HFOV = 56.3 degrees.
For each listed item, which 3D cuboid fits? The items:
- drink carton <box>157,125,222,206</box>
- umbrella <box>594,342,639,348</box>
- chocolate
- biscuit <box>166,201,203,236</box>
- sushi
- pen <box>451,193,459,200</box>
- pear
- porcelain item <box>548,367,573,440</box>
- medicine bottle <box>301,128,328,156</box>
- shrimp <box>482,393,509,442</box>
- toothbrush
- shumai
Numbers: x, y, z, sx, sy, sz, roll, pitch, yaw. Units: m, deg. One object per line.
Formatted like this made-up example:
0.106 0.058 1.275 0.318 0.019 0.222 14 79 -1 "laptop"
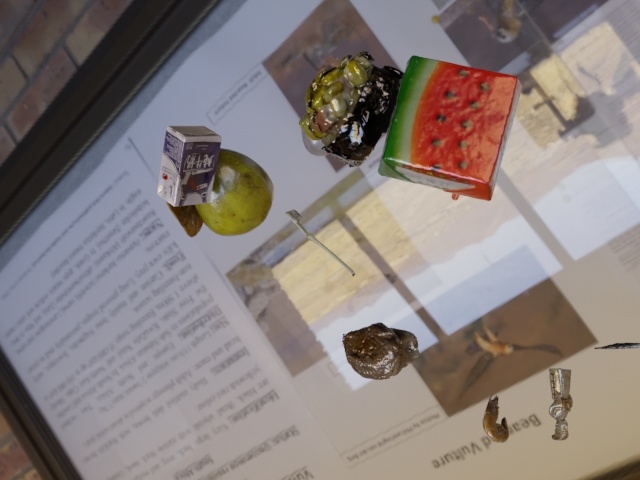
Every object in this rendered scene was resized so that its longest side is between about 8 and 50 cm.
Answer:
-0.391 -0.220 1.773 0.134 0.101 0.222 -13 127 -47 "drink carton"
1.066 0.355 2.032 0.268 0.044 0.044 -15 177 38 "umbrella"
0.362 -0.327 1.684 0.161 0.341 0.361 13 92 -78 "chocolate"
-0.466 -0.111 2.052 0.247 0.028 0.119 68 37 -49 "biscuit"
0.084 -0.439 1.967 0.328 0.285 0.328 -62 -170 2 "sushi"
0.450 -0.219 1.853 0.028 0.028 0.239 -32 148 -34 "pen"
-0.312 -0.178 2.013 0.287 0.375 0.287 -17 -138 17 "pear"
0.730 0.498 1.817 0.084 0.213 0.054 9 167 -22 "porcelain item"
-0.008 -0.406 2.297 0.130 0.130 0.341 -36 -162 8 "medicine bottle"
0.522 0.522 1.751 0.162 0.095 0.045 -53 172 -52 "shrimp"
-0.004 0.004 1.555 0.028 0.294 0.026 -40 144 -5 "toothbrush"
0.206 0.369 1.919 0.218 0.184 0.185 -21 141 40 "shumai"
